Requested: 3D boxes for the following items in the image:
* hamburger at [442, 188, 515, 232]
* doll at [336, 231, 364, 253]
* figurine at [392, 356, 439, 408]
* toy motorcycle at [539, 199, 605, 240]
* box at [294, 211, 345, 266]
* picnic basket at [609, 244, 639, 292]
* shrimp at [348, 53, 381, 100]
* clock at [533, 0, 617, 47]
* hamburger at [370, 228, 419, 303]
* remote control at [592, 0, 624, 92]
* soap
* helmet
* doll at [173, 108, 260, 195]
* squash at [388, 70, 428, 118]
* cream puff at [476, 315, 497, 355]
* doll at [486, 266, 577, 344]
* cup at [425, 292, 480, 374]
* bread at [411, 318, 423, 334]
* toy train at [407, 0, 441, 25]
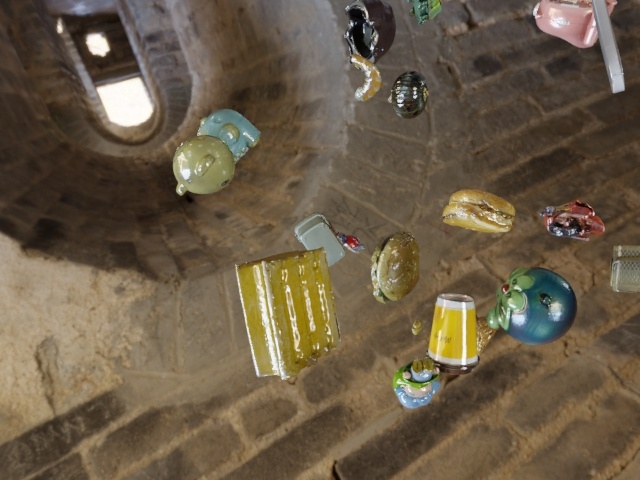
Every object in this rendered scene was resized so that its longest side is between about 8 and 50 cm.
[{"bbox_3d":[0.752,-0.130,2.248,0.305,0.174,0.284,21,168,-13],"label":"hamburger"},{"bbox_3d":[0.141,0.007,2.336,0.195,0.062,0.104,22,-159,-22],"label":"doll"},{"bbox_3d":[0.339,0.489,1.641,0.162,0.263,0.143,-11,-129,-10],"label":"figurine"},{"bbox_3d":[0.826,-0.072,1.551,0.171,0.089,0.298,1,-163,17],"label":"toy motorcycle"},{"bbox_3d":[0.000,0.000,1.910,0.148,0.210,0.129,-34,-154,5],"label":"box"},{"bbox_3d":[1.001,0.088,1.460,0.165,0.139,0.267,3,180,30],"label":"picnic basket"},{"bbox_3d":[0.147,-0.606,1.749,0.161,0.166,0.049,-31,-160,54],"label":"shrimp"},{"bbox_3d":[0.872,-0.779,1.648,0.241,0.142,0.227,26,-132,22],"label":"clock"},{"bbox_3d":[0.304,0.103,1.844,0.134,0.284,0.265,1,-161,29],"label":"hamburger"},{"bbox_3d":[0.553,-0.385,0.903,0.022,0.077,0.244,-12,-123,32],"label":"remote control"},{"bbox_3d":[-0.083,0.195,1.370,0.156,0.334,0.293,-8,-173,32],"label":"soap"},{"bbox_3d":[0.232,-0.923,2.072,0.177,0.305,0.225,-30,-127,-17],"label":"helmet"},{"bbox_3d":[-0.296,-0.238,1.292,0.177,0.161,0.260,-28,-150,43],"label":"doll"},{"bbox_3d":[0.356,-0.584,1.872,0.156,0.193,0.193,28,-135,32],"label":"squash"},{"bbox_3d":[0.661,0.393,2.043,0.169,0.183,0.183,34,-134,23],"label":"cream puff"},{"bbox_3d":[0.557,0.174,1.237,0.186,0.198,0.322,23,176,17],"label":"doll"},{"bbox_3d":[0.491,0.342,1.725,0.197,0.279,0.196,1,-171,0],"label":"cup"},{"bbox_3d":[0.347,0.311,1.668,0.034,0.088,0.049,30,-106,22],"label":"bread"},{"bbox_3d":[0.441,-1.002,1.970,0.132,0.083,0.200,-38,169,8],"label":"toy train"}]
